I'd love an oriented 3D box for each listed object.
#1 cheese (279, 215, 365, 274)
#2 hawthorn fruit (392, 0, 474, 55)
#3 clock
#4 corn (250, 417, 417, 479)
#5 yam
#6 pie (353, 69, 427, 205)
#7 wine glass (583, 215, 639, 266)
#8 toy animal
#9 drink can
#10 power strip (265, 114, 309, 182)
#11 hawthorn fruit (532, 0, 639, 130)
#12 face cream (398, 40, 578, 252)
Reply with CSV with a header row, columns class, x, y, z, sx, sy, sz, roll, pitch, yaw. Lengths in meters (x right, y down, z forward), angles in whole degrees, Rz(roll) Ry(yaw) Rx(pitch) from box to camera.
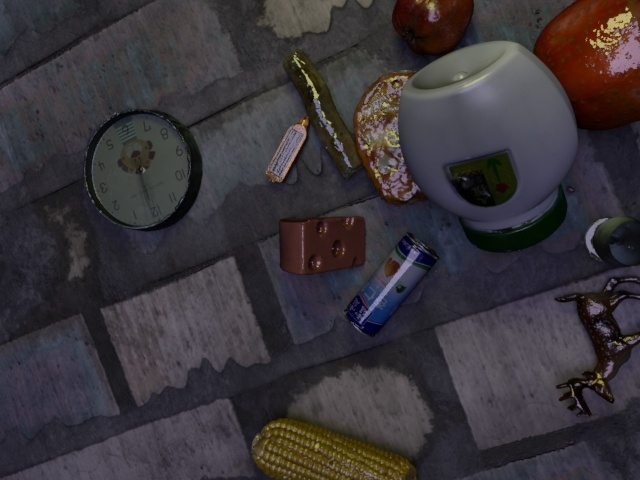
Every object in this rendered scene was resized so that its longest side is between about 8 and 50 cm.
class,x,y,z,sx,sy,sz,roll,pitch,yaw
cheese,-0.027,0.001,1.306,0.177,0.202,0.128,4,98,45
hawthorn fruit,0.257,-0.496,1.202,0.162,0.162,0.203,44,87,8
clock,-0.450,-0.176,1.424,0.312,0.061,0.313,0,92,14
corn,0.028,0.507,1.295,0.386,0.144,0.144,10,95,13
yam,0.008,-0.291,1.302,0.067,0.071,0.318,-33,84,50
pie,0.201,-0.239,1.247,0.308,0.085,0.309,0,91,12
wine glass,0.577,0.004,1.095,0.103,0.222,0.103,1,92,17
toy animal,0.590,0.216,1.185,0.259,0.087,0.244,-26,73,15
drink can,0.157,0.098,1.268,0.097,0.097,0.235,40,100,9
power strip,-0.071,-0.216,1.344,0.049,0.028,0.178,31,99,11
hawthorn fruit,0.532,-0.337,1.074,0.299,0.275,0.276,-16,88,26
face cream,0.318,-0.173,1.076,0.312,0.220,0.357,-13,127,30
